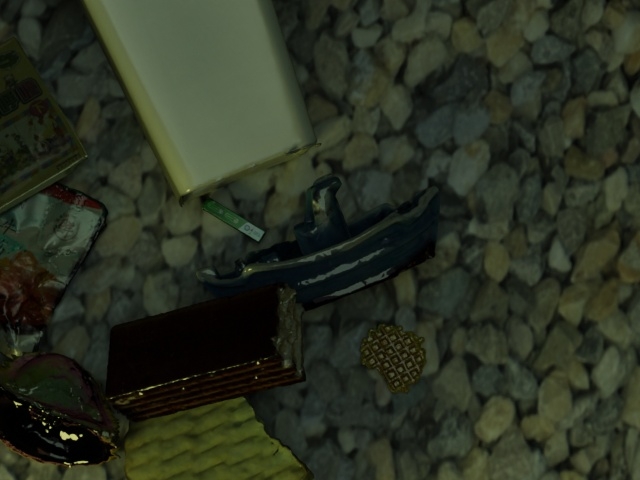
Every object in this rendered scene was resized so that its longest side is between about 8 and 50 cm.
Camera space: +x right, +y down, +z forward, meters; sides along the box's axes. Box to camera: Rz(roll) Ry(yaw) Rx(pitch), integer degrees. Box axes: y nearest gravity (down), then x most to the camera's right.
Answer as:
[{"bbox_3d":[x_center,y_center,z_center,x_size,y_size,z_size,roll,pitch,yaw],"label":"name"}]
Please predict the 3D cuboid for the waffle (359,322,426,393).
[{"bbox_3d":[0.089,0.142,1.927,0.085,0.016,0.078,29,77,1],"label":"waffle"}]

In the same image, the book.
[{"bbox_3d":[-0.402,-0.133,1.935,0.168,0.013,0.192,-32,76,-7],"label":"book"}]

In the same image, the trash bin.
[{"bbox_3d":[-0.175,-0.235,1.871,0.296,0.256,0.368,-22,91,-8],"label":"trash bin"}]

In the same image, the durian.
[{"bbox_3d":[-0.316,0.194,1.871,0.186,0.119,0.108,26,42,-11],"label":"durian"}]

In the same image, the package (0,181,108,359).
[{"bbox_3d":[-0.376,0.026,1.910,0.166,0.040,0.232,26,79,2],"label":"package"}]

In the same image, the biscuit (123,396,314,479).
[{"bbox_3d":[-0.141,0.248,1.824,0.187,0.036,0.273,-38,49,-3],"label":"biscuit"}]

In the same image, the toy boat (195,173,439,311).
[{"bbox_3d":[0.000,0.000,1.886,0.309,0.129,0.142,-20,97,0],"label":"toy boat"}]

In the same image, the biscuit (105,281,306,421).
[{"bbox_3d":[-0.130,0.129,1.828,0.252,0.070,0.106,-16,53,21],"label":"biscuit"}]

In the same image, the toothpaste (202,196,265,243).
[{"bbox_3d":[-0.107,-0.025,1.940,0.083,0.020,0.017,32,83,2],"label":"toothpaste"}]
